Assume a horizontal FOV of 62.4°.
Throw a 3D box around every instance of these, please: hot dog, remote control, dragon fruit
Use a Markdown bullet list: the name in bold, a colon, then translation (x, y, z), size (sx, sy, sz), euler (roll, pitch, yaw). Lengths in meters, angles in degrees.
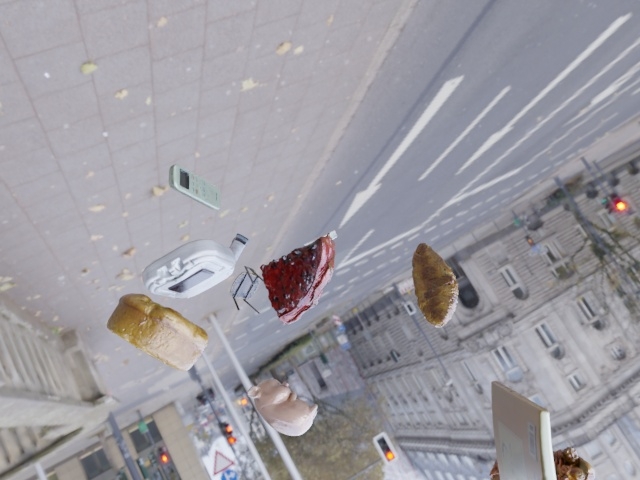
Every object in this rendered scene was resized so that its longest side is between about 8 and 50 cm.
- **hot dog**: translation (0.601, 0.647, 1.478), size (0.158, 0.117, 0.349), euler (-37, 174, -24)
- **remote control**: translation (-0.425, -0.178, 1.808), size (0.038, 0.090, 0.309), euler (-5, 166, 17)
- **dragon fruit**: translation (-0.005, 0.138, 1.905), size (0.286, 0.228, 0.329), euler (-30, 164, 20)

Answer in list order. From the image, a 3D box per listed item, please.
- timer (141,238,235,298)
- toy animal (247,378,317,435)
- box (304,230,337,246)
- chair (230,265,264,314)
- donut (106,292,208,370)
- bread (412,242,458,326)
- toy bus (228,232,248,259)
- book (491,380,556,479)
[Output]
- **timer**: translation (-0.404, 0.097, 1.645), size (0.262, 0.087, 0.237), euler (-29, 159, 12)
- **toy animal**: translation (-0.141, 0.610, 1.938), size (0.154, 0.250, 0.166), euler (-46, 157, -31)
- **box**: translation (0.000, 0.000, 2.514), size (0.084, 0.040, 0.154), euler (-27, -177, -39)
- **chair**: translation (-0.363, 0.235, 2.647), size (0.172, 0.247, 0.159), euler (20, 105, -44)
- **donut**: translation (-0.523, 0.298, 1.713), size (0.150, 0.317, 0.299), euler (-62, 177, -21)
- **bread**: translation (0.280, 0.110, 1.279), size (0.105, 0.233, 0.076), euler (-23, 141, 21)
- **toy bus**: translation (-0.347, 0.040, 2.149), size (0.123, 0.060, 0.075), euler (-58, -171, 15)
- **book**: translation (0.395, 0.433, 1.035), size (0.032, 0.269, 0.389), euler (-5, 173, 6)
